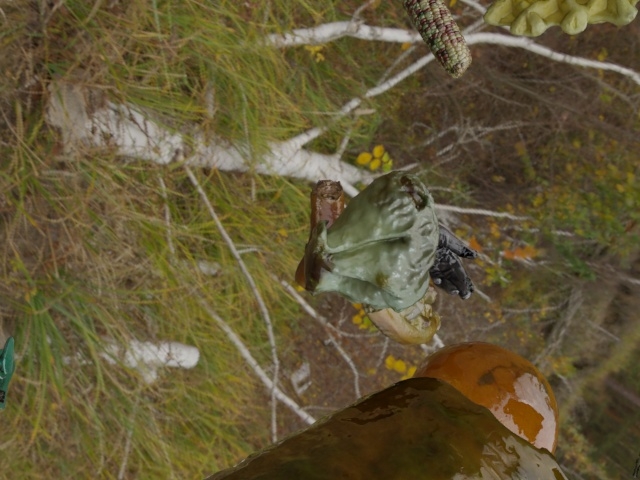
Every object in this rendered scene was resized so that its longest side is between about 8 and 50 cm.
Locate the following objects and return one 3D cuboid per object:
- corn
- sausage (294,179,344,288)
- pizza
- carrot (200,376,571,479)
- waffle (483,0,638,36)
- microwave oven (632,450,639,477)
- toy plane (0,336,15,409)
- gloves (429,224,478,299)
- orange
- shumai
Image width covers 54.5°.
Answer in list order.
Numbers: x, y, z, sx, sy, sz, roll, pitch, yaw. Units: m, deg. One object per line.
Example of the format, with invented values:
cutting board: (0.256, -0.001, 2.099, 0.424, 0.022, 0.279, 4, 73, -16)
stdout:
corn: (0.266, -0.479, 1.401, 0.086, 0.253, 0.086, -26, 167, -7)
sausage: (0.002, 0.004, 1.398, 0.076, 0.103, 0.302, -12, 132, -29)
pizza: (0.144, 0.075, 1.101, 0.090, 0.222, 0.323, -23, 160, 20)
carrot: (0.036, 0.259, 0.488, 0.341, 0.241, 0.241, -21, 135, -27)
waffle: (0.312, -0.345, 0.749, 0.261, 0.250, 0.056, -57, 142, -18)
microwave oven: (0.662, 0.291, 0.833, 0.236, 0.375, 0.431, -49, 147, -32)
toy plane: (-0.525, 0.157, 0.826, 0.381, 0.107, 0.155, 59, 32, -77)
gloves: (0.233, 0.013, 1.351, 0.142, 0.285, 0.119, -42, 177, 13)
orange: (0.318, 0.352, 1.245, 0.312, 0.312, 0.312, -30, 139, -30)
shumai: (0.047, -0.008, 0.768, 0.142, 0.184, 0.184, 9, 115, -26)
